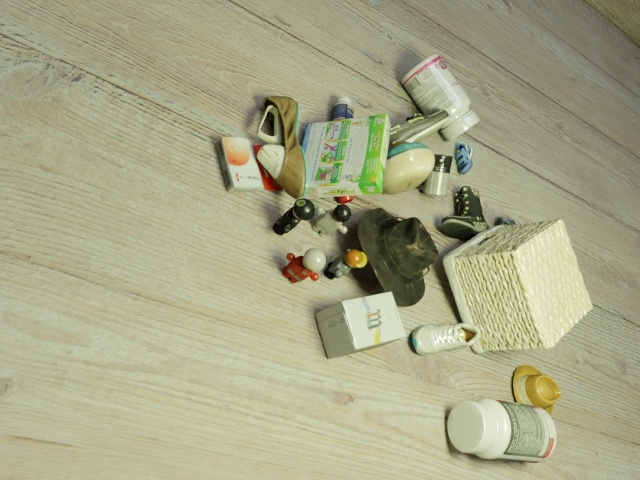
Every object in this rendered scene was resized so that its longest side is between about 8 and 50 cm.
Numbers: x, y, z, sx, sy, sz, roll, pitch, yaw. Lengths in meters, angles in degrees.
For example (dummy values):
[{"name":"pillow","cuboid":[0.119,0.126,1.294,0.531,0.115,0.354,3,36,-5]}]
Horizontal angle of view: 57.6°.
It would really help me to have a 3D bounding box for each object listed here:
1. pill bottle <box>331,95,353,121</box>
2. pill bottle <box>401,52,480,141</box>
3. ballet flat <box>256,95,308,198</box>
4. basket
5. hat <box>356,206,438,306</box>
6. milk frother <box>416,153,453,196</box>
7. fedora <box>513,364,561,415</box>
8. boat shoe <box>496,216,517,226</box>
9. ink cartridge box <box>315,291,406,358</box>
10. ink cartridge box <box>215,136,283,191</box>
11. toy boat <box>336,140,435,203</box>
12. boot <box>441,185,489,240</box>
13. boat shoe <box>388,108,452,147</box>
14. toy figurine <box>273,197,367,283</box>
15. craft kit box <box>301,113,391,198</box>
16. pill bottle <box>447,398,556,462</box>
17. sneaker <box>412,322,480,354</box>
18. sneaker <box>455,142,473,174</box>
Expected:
[{"name":"pill bottle","cuboid":[0.070,-0.388,1.809,0.067,0.067,0.120,19,59,-27]},{"name":"pill bottle","cuboid":[0.427,-0.501,2.060,0.160,0.160,0.283,-38,93,-41]},{"name":"ballet flat","cuboid":[-0.113,-0.265,1.586,0.124,0.116,0.342,10,58,-27]},{"name":"basket","cuboid":[0.602,0.129,1.776,0.328,0.266,0.331,-25,96,-39]},{"name":"hat","cuboid":[0.251,0.025,1.643,0.331,0.134,0.331,36,41,-38]},{"name":"milk frother","cuboid":[0.373,-0.222,1.937,0.143,0.129,0.134,-15,115,-67]},{"name":"fedora","cuboid":[0.695,0.477,1.838,0.194,0.079,0.194,16,60,-30]},{"name":"boat shoe","cuboid":[0.703,-0.018,2.089,0.183,0.065,0.083,29,56,-21]},{"name":"ink cartridge box","cuboid":[0.101,0.219,1.502,0.176,0.128,0.127,-5,72,-36]},{"name":"ink cartridge box","cuboid":[-0.179,-0.203,1.559,0.179,0.045,0.145,-6,73,-35]},{"name":"toy boat","cuboid":[0.176,-0.216,1.718,0.318,0.267,0.148,-15,80,-7]},{"name":"boot","cuboid":[0.474,-0.098,1.952,0.236,0.085,0.178,12,60,-39]},{"name":"boat shoe","cuboid":[0.309,-0.369,1.920,0.305,0.109,0.091,-33,84,-24]},{"name":"toy figurine","cuboid":[0.000,0.000,1.521,0.210,0.148,0.213,1,68,-35]},{"name":"craft kit box","cuboid":[0.062,-0.235,1.629,0.061,0.247,0.249,55,38,-49]},{"name":"pill bottle","cuboid":[0.504,0.528,1.623,0.283,0.161,0.161,17,60,-29]},{"name":"sneaker","cuboid":[0.361,0.276,1.686,0.229,0.092,0.087,-2,72,-35]},{"name":"sneaker","cuboid":[0.512,-0.294,2.094,0.059,0.053,0.144,32,45,-20]}]
